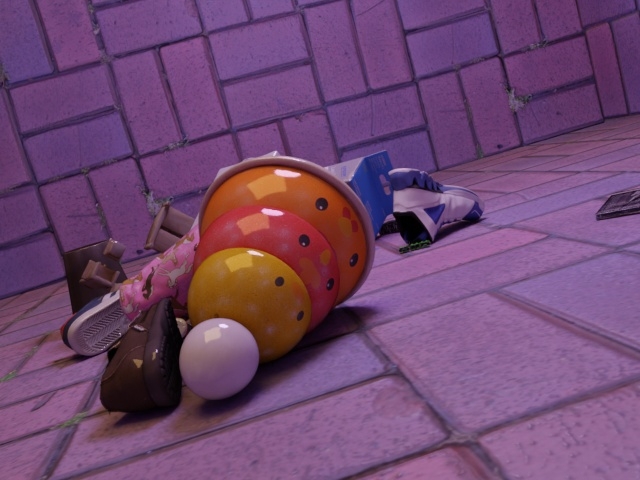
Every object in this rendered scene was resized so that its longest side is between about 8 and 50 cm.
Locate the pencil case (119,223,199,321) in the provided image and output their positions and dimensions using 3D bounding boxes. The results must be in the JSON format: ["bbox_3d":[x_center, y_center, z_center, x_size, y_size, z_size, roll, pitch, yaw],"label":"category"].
[{"bbox_3d":[-0.273,0.055,1.548,0.386,0.160,0.167,-40,17,17],"label":"pencil case"}]

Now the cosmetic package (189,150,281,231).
[{"bbox_3d":[-0.206,-0.032,1.814,0.217,0.156,0.384,-11,43,36],"label":"cosmetic package"}]

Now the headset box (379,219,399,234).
[{"bbox_3d":[0.222,-0.043,2.178,0.083,0.032,0.062,-7,12,41],"label":"headset box"}]

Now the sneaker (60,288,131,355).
[{"bbox_3d":[-0.478,0.163,1.731,0.350,0.131,0.148,-25,15,-38],"label":"sneaker"}]

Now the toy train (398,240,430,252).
[{"bbox_3d":[0.240,0.016,1.791,0.083,0.017,0.024,-14,-3,10],"label":"toy train"}]

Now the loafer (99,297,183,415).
[{"bbox_3d":[-0.312,0.192,1.214,0.130,0.133,0.366,-16,8,-5],"label":"loafer"}]

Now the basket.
[{"bbox_3d":[-0.626,0.124,1.980,0.204,0.226,0.154,-22,10,-40],"label":"basket"}]

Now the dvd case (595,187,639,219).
[{"bbox_3d":[0.726,-0.093,1.584,0.165,0.018,0.221,-12,9,34],"label":"dvd case"}]

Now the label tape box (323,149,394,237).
[{"bbox_3d":[0.072,-0.105,2.086,0.334,0.240,0.105,-15,39,14],"label":"label tape box"}]

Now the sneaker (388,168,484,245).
[{"bbox_3d":[0.294,-0.066,1.889,0.316,0.182,0.128,15,-11,-37],"label":"sneaker"}]

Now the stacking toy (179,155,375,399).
[{"bbox_3d":[-0.107,0.099,1.194,0.351,0.350,0.479,-13,28,21],"label":"stacking toy"}]

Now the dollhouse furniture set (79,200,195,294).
[{"bbox_3d":[-0.450,0.011,1.922,0.303,0.355,0.174,30,-22,-28],"label":"dollhouse furniture set"}]

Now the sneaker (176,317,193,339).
[{"bbox_3d":[-0.345,0.210,1.511,0.158,0.061,0.065,-13,-19,16],"label":"sneaker"}]
